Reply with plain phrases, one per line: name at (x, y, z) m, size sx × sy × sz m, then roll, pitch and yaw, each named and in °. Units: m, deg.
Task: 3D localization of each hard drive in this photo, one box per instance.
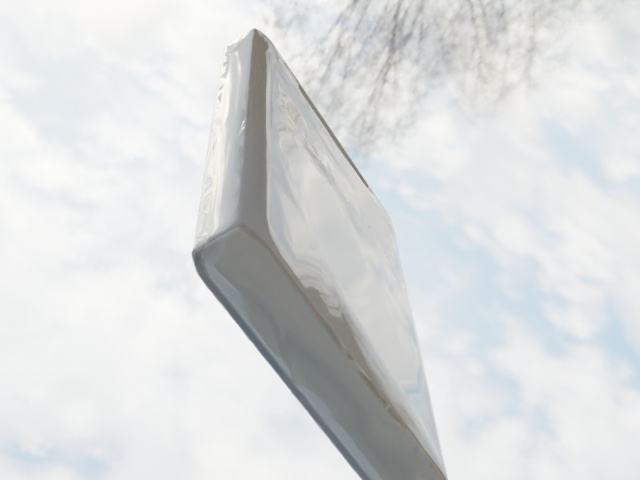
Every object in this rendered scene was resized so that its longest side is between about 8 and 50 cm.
hard drive at (0.000, 0.000, 0.730) m, size 0.233 × 0.047 × 0.353 m, roll 54°, pitch -166°, yaw -25°
